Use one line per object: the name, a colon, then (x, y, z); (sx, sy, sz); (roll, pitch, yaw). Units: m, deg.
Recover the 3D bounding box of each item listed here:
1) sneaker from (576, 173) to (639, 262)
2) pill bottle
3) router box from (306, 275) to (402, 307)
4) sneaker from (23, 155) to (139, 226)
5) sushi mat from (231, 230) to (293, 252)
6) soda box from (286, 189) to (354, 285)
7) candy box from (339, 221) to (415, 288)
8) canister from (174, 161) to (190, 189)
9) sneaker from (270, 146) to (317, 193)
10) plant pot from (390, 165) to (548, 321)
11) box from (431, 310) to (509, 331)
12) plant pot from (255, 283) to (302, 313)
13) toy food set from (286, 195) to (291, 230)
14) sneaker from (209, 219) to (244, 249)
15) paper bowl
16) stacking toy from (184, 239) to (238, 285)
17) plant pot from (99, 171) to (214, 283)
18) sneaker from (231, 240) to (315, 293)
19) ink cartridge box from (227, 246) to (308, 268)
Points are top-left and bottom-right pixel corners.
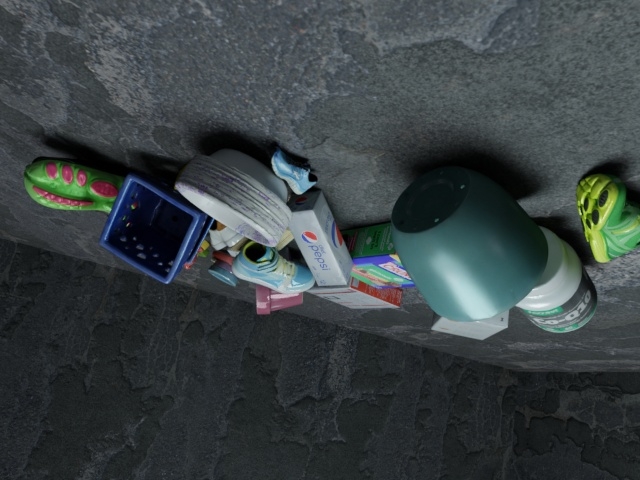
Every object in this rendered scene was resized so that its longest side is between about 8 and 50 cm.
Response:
sneaker: (0.603, -0.056, 0.969); (0.123, 0.109, 0.295); (-22, 147, 22)
pill bottle: (0.591, 0.105, 1.255); (0.204, 0.204, 0.361); (-2, 157, 39)
router box: (0.142, 0.225, 2.130); (0.301, 0.082, 0.335); (24, 159, -32)
sneaker: (-0.652, -0.152, 1.476); (0.482, 0.185, 0.202); (26, -171, -46)
sushi mat: (-0.200, 0.000, 1.692); (0.151, 0.019, 0.316); (19, 149, -23)
soda box: (0.000, 0.000, 1.340); (0.098, 0.091, 0.286); (-5, 130, 27)
candy box: (0.217, 0.055, 1.499); (0.268, 0.122, 0.317); (27, 156, -33)
canister: (-0.311, -0.148, 1.334); (0.170, 0.073, 0.126); (24, 160, -28)
sneaker: (-0.061, -0.176, 1.125); (0.073, 0.063, 0.162); (-21, 147, 22)
plant pot: (0.289, -0.015, 1.007); (0.293, 0.293, 0.235); (-8, 136, 47)
box: (0.554, 0.251, 1.782); (0.215, 0.168, 0.345); (11, 163, 8)
plant pot: (-0.163, 0.190, 1.880); (0.180, 0.201, 0.201); (-1, 163, -6)
toy food set: (-0.055, -0.084, 1.420); (0.132, 0.039, 0.192); (11, 152, -11)
sneaker: (-0.350, -0.043, 1.687); (0.123, 0.106, 0.290); (51, 157, -12)
paper bowl: (-0.197, -0.115, 1.164); (0.284, 0.148, 0.284); (28, 170, 6)
stacking toy: (-0.487, 0.096, 1.985); (0.309, 0.130, 0.279); (35, 162, -19)
plant pot: (-0.450, -0.048, 1.377); (0.236, 0.236, 0.212); (30, -166, 2)
sneaker: (-0.151, 0.093, 1.704); (0.318, 0.127, 0.208); (12, 153, -14)
ink cartridge box: (-0.192, 0.097, 1.996); (0.330, 0.071, 0.324); (9, 160, 7)
